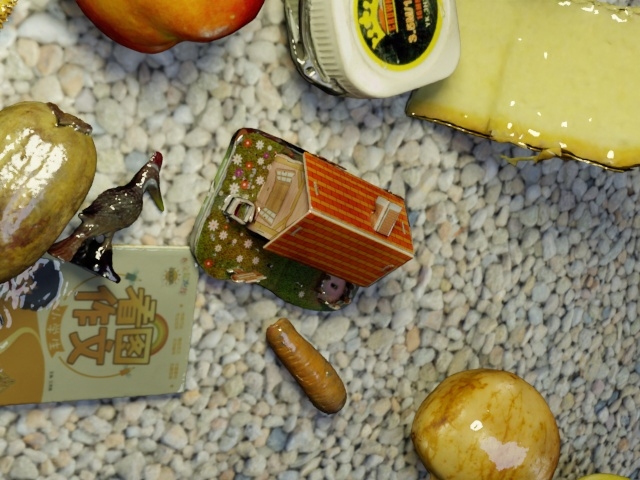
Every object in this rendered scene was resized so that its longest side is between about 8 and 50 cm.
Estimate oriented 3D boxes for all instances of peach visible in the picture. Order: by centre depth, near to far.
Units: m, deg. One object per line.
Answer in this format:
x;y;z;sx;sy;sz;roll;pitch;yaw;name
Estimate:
-0.164;-0.326;0.920;0.244;0.199;0.243;-1;105;-2;peach

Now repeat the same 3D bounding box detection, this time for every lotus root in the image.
-0.351;-0.039;0.933;0.145;0.128;0.260;35;82;3;lotus root

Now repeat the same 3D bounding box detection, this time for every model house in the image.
0.001;-0.001;1.133;0.294;0.154;0.207;23;92;-37;model house

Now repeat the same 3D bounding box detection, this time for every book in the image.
-0.301;0.105;1.078;0.296;0.020;0.207;1;103;-31;book

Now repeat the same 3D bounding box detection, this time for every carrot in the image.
-0.019;0.182;1.240;0.060;0.060;0.186;-41;120;-13;carrot

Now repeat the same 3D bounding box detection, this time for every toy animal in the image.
-0.247;-0.032;1.033;0.202;0.070;0.105;-55;157;-28;toy animal

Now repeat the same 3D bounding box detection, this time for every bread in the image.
0.298;-0.222;1.164;0.279;0.315;0.248;6;101;-21;bread

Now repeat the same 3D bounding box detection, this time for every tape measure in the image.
0.053;-0.321;1.090;0.231;0.133;0.271;-21;113;-32;tape measure

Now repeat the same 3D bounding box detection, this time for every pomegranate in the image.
0.258;0.319;1.349;0.248;0.248;0.248;-9;109;-28;pomegranate

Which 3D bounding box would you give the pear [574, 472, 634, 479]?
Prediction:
0.490;0.597;1.583;0.340;0.191;0.386;-7;109;-24;pear

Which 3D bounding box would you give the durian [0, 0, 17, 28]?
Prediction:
-0.423;-0.226;0.868;0.182;0.165;0.132;32;46;-55;durian
